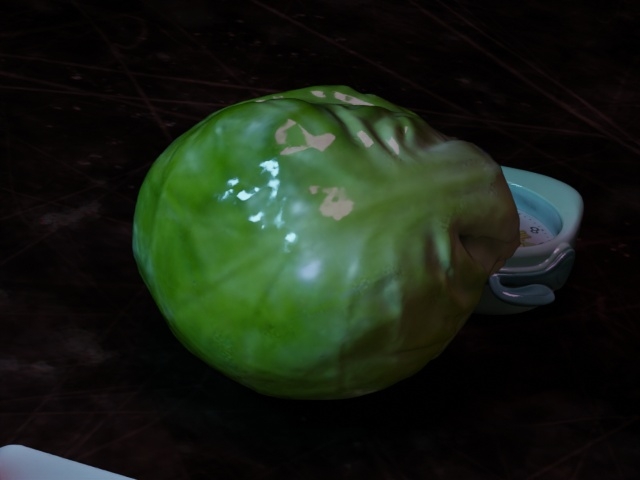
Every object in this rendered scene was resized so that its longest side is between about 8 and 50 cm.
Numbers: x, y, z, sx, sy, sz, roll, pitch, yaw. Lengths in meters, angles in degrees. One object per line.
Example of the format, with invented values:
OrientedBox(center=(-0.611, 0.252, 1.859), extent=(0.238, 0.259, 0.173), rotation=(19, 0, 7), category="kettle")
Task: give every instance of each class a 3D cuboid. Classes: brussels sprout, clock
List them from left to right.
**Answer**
OrientedBox(center=(0.000, 0.000, 1.192), extent=(0.244, 0.244, 0.244), rotation=(7, 27, -4), category="brussels sprout")
OrientedBox(center=(0.117, 0.001, 1.372), extent=(0.148, 0.060, 0.188), rotation=(13, 27, 6), category="clock")

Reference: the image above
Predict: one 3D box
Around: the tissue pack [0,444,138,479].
OrientedBox(center=(-0.088, 0.223, 0.667), extent=(0.159, 0.246, 0.136), rotation=(14, 26, 10), category="tissue pack")
